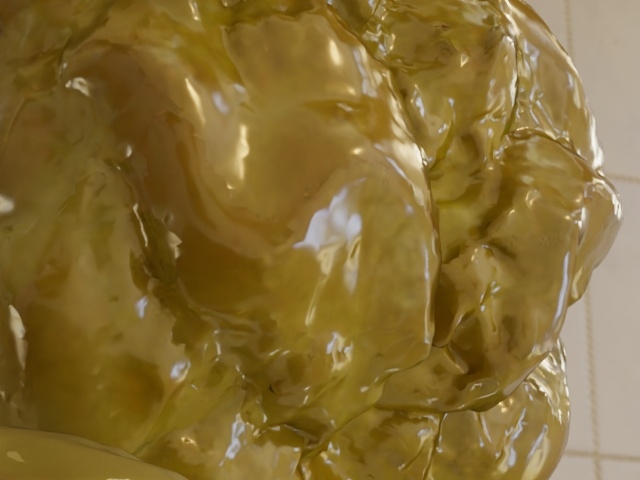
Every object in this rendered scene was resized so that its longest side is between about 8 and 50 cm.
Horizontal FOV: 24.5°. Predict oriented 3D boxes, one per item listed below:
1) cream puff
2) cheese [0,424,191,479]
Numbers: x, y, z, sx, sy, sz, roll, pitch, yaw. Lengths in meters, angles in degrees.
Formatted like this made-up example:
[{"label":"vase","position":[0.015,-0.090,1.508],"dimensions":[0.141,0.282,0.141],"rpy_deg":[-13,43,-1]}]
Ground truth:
[{"label":"cream puff","position":[0.000,-0.001,0.578],"dimensions":[0.257,0.291,0.325],"rpy_deg":[-2,114,-10]},{"label":"cheese","position":[-0.052,0.117,0.300],"dimensions":[0.214,0.226,0.117],"rpy_deg":[22,94,10]}]
